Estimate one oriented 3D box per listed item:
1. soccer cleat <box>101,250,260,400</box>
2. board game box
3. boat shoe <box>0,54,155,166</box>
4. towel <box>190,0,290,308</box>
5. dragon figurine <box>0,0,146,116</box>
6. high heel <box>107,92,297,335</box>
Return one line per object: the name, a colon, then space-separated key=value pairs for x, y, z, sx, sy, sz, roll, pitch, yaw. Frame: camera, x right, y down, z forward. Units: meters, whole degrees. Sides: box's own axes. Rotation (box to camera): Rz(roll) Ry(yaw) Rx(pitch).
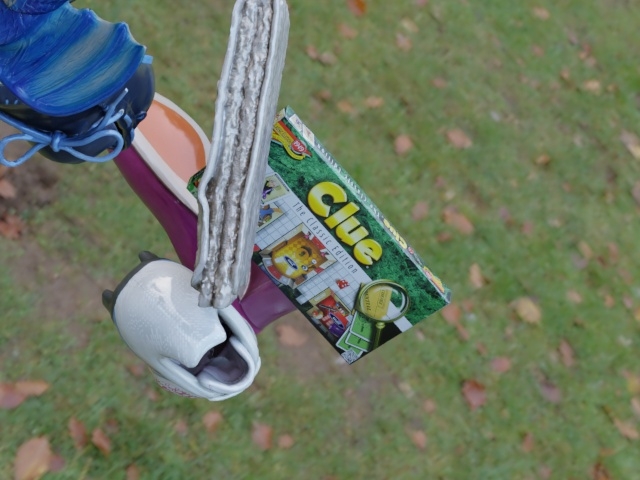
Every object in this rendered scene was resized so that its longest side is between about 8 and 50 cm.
soccer cleat: x=-0.116 y=0.122 z=1.359 sx=0.143 sy=0.116 sz=0.331 roll=40 pitch=-6 yaw=22
board game box: x=0.000 y=0.000 z=1.330 sx=0.259 sy=0.136 sz=0.030 roll=47 pitch=23 yaw=-17
boat shoe: x=-0.169 y=-0.095 z=0.945 sx=0.258 sy=0.109 sz=0.089 roll=-16 pitch=112 yaw=-73
towel: x=-0.071 y=-0.083 z=1.169 sx=0.049 sy=0.282 sz=0.187 roll=10 pitch=2 yaw=-1
dragon figurine: x=-0.134 y=-0.117 z=0.627 sx=0.144 sy=0.289 sz=0.085 roll=38 pitch=40 yaw=-53
high heel: x=-0.172 y=-0.014 z=1.462 sx=0.377 sy=0.181 sz=0.127 roll=50 pitch=32 yaw=-29
